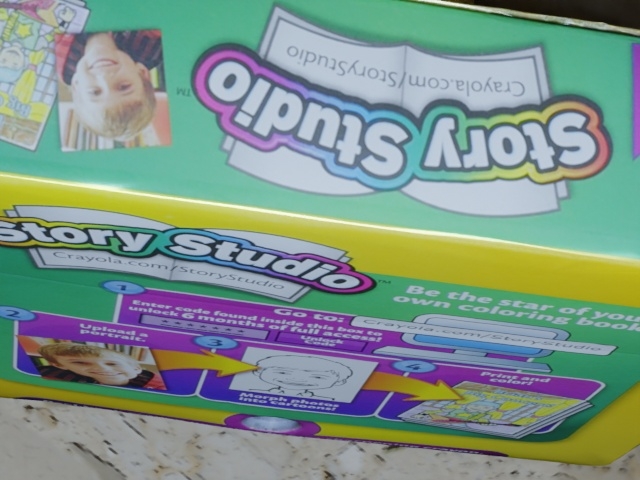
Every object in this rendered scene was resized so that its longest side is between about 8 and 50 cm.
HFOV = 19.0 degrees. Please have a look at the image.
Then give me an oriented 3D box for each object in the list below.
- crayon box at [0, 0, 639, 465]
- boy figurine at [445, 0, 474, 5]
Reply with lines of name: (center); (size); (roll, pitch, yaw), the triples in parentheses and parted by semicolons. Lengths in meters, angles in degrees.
crayon box: (0.000, 0.000, 0.826); (0.362, 0.106, 0.313); (8, 160, -7)
boy figurine: (0.049, -0.179, 0.811); (0.177, 0.092, 0.285); (3, 125, -4)
